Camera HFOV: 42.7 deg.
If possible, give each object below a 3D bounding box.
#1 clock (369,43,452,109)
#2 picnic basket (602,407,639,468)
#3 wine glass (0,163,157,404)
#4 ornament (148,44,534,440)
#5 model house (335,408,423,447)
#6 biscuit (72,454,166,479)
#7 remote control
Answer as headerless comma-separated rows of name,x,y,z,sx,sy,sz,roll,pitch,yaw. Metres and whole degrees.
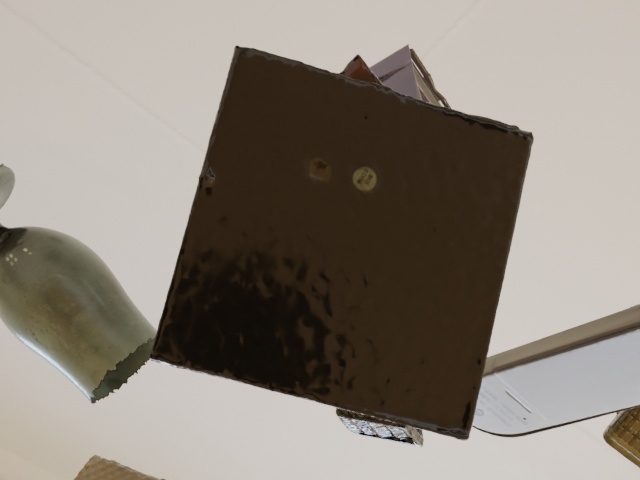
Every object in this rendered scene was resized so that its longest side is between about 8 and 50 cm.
clock,0.108,-0.103,0.892,0.073,0.193,0.144,-26,-51,21
picnic basket,0.318,0.143,0.675,0.115,0.164,0.079,39,-58,23
wine glass,-0.223,0.037,0.668,0.202,0.093,0.093,42,-66,9
ornament,0.000,0.000,0.469,0.153,0.196,0.166,16,-97,-9
model house,0.060,0.156,0.869,0.106,0.152,0.165,-45,-31,-4
biscuit,-0.131,0.368,0.938,0.426,0.144,0.078,12,-38,28
remote control,0.190,0.094,0.582,0.077,0.022,0.245,42,-42,-16
